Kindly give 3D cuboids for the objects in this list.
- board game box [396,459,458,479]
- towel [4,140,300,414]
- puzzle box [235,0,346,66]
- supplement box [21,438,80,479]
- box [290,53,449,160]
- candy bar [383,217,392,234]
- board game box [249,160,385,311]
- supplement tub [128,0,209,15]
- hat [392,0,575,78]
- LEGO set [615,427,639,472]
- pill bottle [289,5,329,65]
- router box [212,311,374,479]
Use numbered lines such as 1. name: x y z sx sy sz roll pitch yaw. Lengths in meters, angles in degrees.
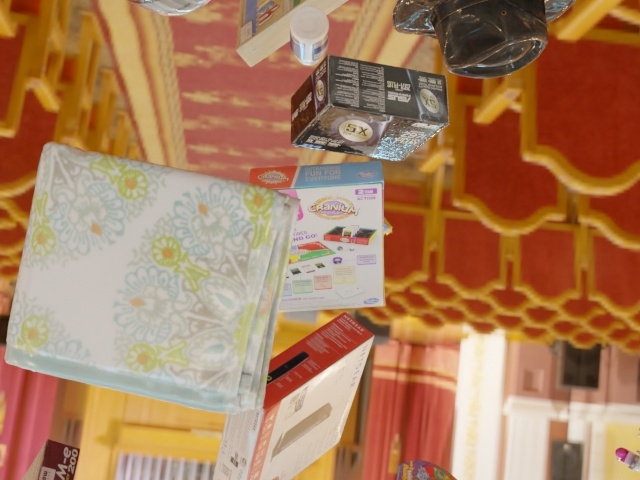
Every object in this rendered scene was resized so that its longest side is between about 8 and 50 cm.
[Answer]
1. board game box: 0.156 0.354 1.302 0.133 0.169 0.033 32 130 -15
2. towel: -0.233 0.055 1.404 0.374 0.321 0.090 12 180 5
3. puzzle box: -0.053 -0.549 2.133 0.272 0.409 0.052 -31 123 19
4. supplement box: -0.559 0.512 2.021 0.073 0.130 0.239 20 137 -19
5. box: 0.066 -0.180 1.410 0.180 0.078 0.147 7 161 -21
6. candy bar: 0.088 -0.074 2.061 0.040 0.161 0.018 -37 177 -28
7. board game box: 0.000 0.000 1.898 0.242 0.064 0.316 -3 132 0
8. supplement tub: -0.261 -0.411 1.239 0.193 0.194 0.316 0 172 35
9. hat: 0.296 -0.361 1.780 0.331 0.134 0.331 -5 169 -1
10. LEGO set: 0.582 0.253 1.683 0.107 0.287 0.132 31 167 -27
11. pill bottle: -0.019 -0.347 1.740 0.067 0.067 0.120 7 166 1
12. router box: -0.056 0.334 1.937 0.082 0.335 0.301 38 -134 25
